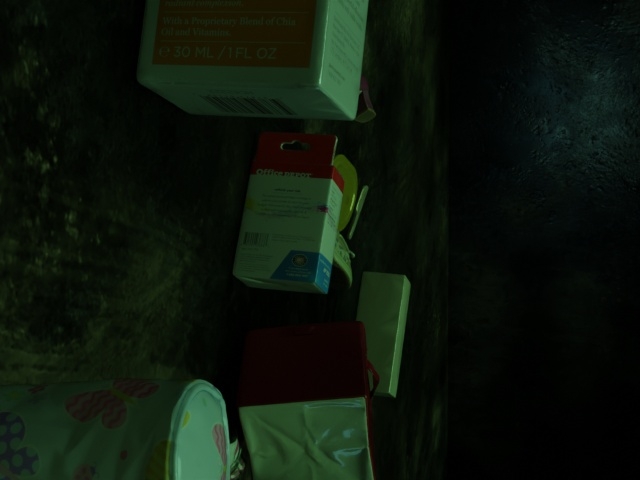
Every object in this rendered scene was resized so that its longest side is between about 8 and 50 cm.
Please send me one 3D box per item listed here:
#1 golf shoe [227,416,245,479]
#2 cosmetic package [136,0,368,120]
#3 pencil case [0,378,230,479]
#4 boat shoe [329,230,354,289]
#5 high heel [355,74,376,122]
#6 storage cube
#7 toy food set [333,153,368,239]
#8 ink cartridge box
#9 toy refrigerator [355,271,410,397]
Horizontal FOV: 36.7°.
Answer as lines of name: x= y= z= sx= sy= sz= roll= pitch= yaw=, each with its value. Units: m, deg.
golf shoe: x=-0.153 y=0.313 z=1.321 sx=0.186 sy=0.067 sz=0.086 roll=-69 pitch=153 yaw=-70
cosmetic package: x=-0.059 y=-0.384 z=1.150 sx=0.161 sy=0.229 sz=0.454 roll=24 pitch=70 yaw=-72
pencil case: x=-0.206 y=0.167 z=0.738 sx=0.124 sy=0.273 sz=0.114 roll=-72 pitch=154 yaw=-58
boat shoe: x=0.000 y=0.000 z=1.677 sx=0.285 sy=0.104 sz=0.089 roll=64 pitch=37 yaw=-59
high heel: x=0.031 y=-0.304 z=1.801 sx=0.244 sy=0.082 sz=0.117 roll=13 pitch=50 yaw=-60
storage cube: x=-0.015 y=0.253 z=1.452 sx=0.193 sy=0.214 sz=0.184 roll=-89 pitch=173 yaw=-62
toy food set: x=0.013 y=-0.085 z=1.769 sx=0.218 sy=0.071 sz=0.128 roll=42 pitch=62 yaw=-66
ink cartridge box: x=-0.043 y=-0.043 z=1.465 sx=0.078 sy=0.134 sz=0.231 roll=48 pitch=50 yaw=-67
toy refrigerator: x=0.135 y=0.215 z=2.203 sx=0.094 sy=0.102 sz=0.270 roll=48 pitch=48 yaw=-68
